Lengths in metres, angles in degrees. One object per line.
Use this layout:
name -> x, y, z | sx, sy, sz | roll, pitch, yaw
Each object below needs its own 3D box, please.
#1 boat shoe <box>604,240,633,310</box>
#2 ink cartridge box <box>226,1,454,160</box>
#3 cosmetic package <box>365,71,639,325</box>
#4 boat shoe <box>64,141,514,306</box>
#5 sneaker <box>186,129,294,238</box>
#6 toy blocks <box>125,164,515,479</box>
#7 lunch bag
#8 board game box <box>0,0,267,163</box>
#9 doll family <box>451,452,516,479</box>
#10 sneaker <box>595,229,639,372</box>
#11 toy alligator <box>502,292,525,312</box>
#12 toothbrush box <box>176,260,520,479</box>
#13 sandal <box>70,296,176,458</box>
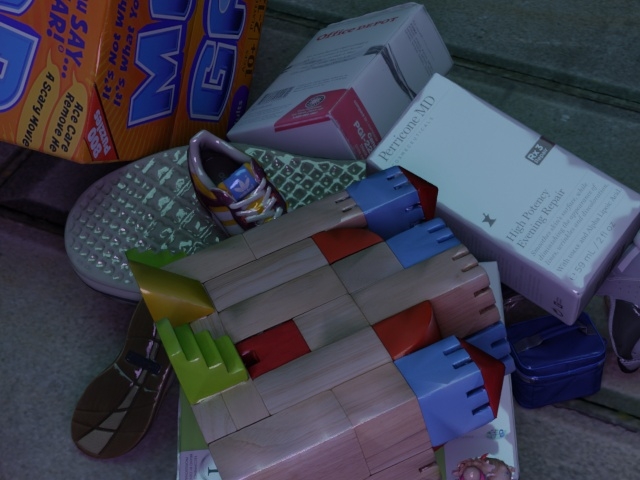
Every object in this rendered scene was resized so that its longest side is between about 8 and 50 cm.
boat shoe -> 0.421, 0.019, 1.498 | 0.285, 0.092, 0.103 | -7, 44, -3
ink cartridge box -> 0.024, -0.157, 1.674 | 0.158, 0.092, 0.218 | -8, 35, 42
cosmetic package -> 0.164, -0.039, 1.376 | 0.231, 0.085, 0.117 | 33, 72, 16
boat shoe -> 0.000, 0.000, 1.505 | 0.500, 0.156, 0.187 | -5, 64, 3
sneaker -> -0.059, -0.024, 1.391 | 0.069, 0.084, 0.185 | -42, 66, -13
toy blocks -> 0.022, 0.082, 1.175 | 0.261, 0.191, 0.381 | -23, 33, -6
lunch bag -> 0.224, 0.108, 1.440 | 0.098, 0.065, 0.067 | -14, 45, -10
board game box -> -0.280, -0.299, 1.600 | 0.356, 0.356, 0.356 | 16, 11, 20
doll family -> 0.136, 0.273, 1.181 | 0.118, 0.263, 0.163 | -24, 34, 22
sneaker -> 0.352, 0.096, 1.439 | 0.229, 0.132, 0.086 | 43, 23, 2
toy alligator -> 0.129, 0.108, 1.462 | 0.190, 0.056, 0.051 | -24, 89, -22
toothbrush box -> 0.025, 0.144, 1.333 | 0.283, 0.122, 0.206 | -6, 59, 6
sandal -> -0.166, 0.124, 1.420 | 0.072, 0.049, 0.180 | 28, 92, 15
